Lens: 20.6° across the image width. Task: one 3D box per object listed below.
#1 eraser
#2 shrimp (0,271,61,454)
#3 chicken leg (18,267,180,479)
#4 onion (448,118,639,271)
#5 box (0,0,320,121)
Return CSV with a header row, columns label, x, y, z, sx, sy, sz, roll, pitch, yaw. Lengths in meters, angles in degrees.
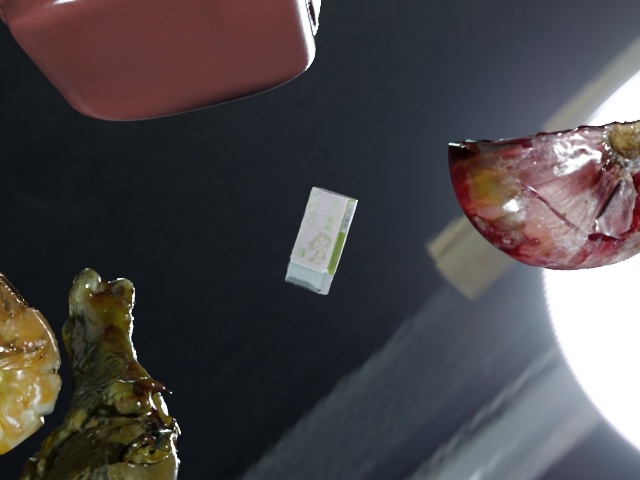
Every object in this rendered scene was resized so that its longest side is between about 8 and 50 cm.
label,x,y,z,sx,sy,sz,roll,pitch,yaw
eraser,0.000,0.000,1.461,0.038,0.019,0.083,19,-85,23
shrimp,-0.334,0.079,1.665,0.154,0.294,0.062,-13,-148,-7
chicken leg,-0.228,0.197,1.788,0.211,0.140,0.361,-49,-154,12
onion,0.172,-0.028,1.201,0.151,0.206,0.098,-8,-91,59
box,-0.130,-0.202,1.487,0.263,0.404,0.108,-12,-100,0
